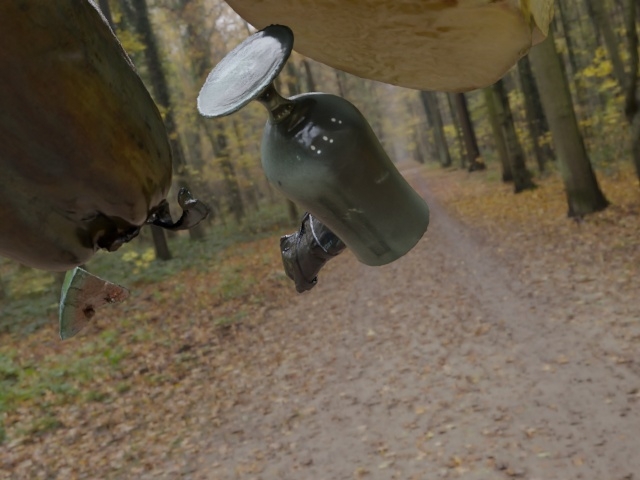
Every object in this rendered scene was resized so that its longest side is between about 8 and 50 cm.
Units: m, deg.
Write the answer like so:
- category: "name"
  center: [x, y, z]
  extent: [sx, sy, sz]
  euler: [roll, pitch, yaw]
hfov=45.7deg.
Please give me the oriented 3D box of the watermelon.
- category: "watermelon"
  center: [-0.301, 0.076, 0.975]
  extent: [0.080, 0.101, 0.155]
  euler: [19, 2, -27]

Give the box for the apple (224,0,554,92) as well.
- category: "apple"
  center: [0.078, -0.260, 0.619]
  extent: [0.314, 0.252, 0.309]
  euler: [-44, -22, 12]

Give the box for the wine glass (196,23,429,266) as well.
- category: "wine glass"
  center: [0.003, -0.073, 0.679]
  extent: [0.103, 0.231, 0.103]
  euler: [-26, 40, 24]

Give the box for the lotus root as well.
- category: "lotus root"
  center: [-0.158, -0.081, 0.344]
  extent: [0.124, 0.241, 0.123]
  euler: [-36, 39, -6]

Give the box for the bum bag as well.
- category: "bum bag"
  center: [0.000, 0.000, 0.980]
  extent: [0.049, 0.087, 0.197]
  euler: [4, -30, -27]
